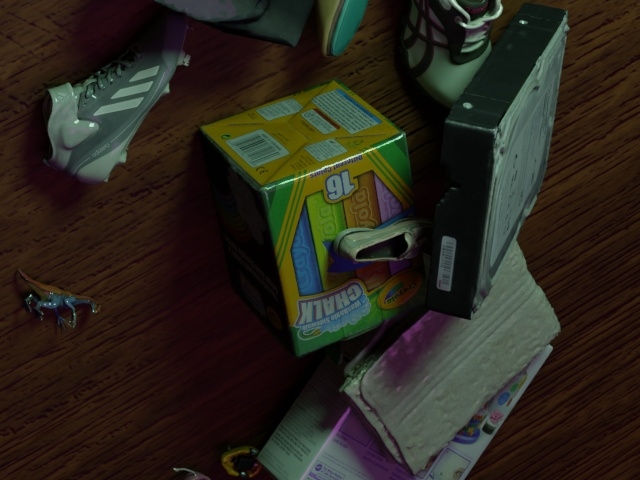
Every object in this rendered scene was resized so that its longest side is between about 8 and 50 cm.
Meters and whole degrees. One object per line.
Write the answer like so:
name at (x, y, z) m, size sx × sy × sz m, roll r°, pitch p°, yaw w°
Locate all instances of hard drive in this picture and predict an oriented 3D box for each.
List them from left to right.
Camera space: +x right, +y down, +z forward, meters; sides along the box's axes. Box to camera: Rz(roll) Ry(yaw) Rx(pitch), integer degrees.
hard drive at (0.202, -0.096, 1.632) m, size 0.339 × 0.064 × 0.237 m, roll -55°, pitch 154°, yaw -55°

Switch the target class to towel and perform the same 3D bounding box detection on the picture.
towel at (0.157, 0.134, 1.755) m, size 0.282 × 0.049 × 0.187 m, roll -42°, pitch 126°, yaw -12°

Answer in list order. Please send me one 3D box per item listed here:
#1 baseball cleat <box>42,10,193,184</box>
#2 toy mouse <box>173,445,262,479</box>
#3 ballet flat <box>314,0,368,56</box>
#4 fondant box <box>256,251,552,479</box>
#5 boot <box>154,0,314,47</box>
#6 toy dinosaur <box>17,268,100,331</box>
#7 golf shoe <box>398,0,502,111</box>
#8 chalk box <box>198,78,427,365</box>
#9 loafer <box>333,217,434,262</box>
baseball cleat at (-0.216, -0.156, 1.505) m, size 0.109 × 0.072 × 0.206 m, roll 25°, pitch 98°, yaw -29°
toy mouse at (-0.128, 0.315, 1.825) m, size 0.161 × 0.031 × 0.143 m, roll 11°, pitch 109°, yaw -36°
ballet flat at (0.035, -0.312, 1.567) m, size 0.232 × 0.073 × 0.080 m, roll -65°, pitch 163°, yaw 12°
fondant box at (0.109, 0.204, 1.842) m, size 0.238 × 0.096 × 0.330 m, roll 35°, pitch 90°, yaw -37°
boot at (-0.089, -0.436, 1.397) m, size 0.367 × 0.146 × 0.445 m, roll 18°, pitch 109°, yaw -33°
toy dinosaur at (-0.281, 0.065, 1.606) m, size 0.082 × 0.047 × 0.090 m, roll -23°, pitch 115°, yaw -39°
golf shoe at (0.148, -0.244, 1.632) m, size 0.105 × 0.120 × 0.273 m, roll -31°, pitch 127°, yaw -14°
chalk box at (0.000, 0.000, 1.641) m, size 0.179 × 0.180 × 0.289 m, roll -22°, pitch 125°, yaw -17°
loafer at (0.076, 0.006, 1.547) m, size 0.125 × 0.039 × 0.045 m, roll -8°, pitch 117°, yaw -26°
